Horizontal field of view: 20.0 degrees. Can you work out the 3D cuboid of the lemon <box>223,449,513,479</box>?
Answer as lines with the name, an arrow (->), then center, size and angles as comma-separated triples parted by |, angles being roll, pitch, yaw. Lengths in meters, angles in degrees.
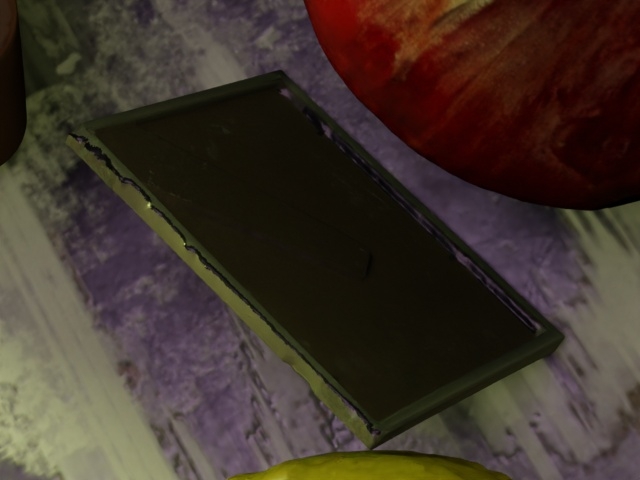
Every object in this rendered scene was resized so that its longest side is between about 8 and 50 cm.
lemon -> 0.022, 0.253, 1.075 | 0.321, 0.268, 0.268 | 3, 77, 22

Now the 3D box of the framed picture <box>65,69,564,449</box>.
framed picture -> 0.000, 0.000, 1.184 | 0.289, 0.213, 0.016 | 44, 127, 20

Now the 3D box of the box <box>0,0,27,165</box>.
box -> -0.336, -0.219, 1.279 | 0.239, 0.229, 0.339 | -7, 74, -6

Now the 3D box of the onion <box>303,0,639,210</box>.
onion -> 0.170, -0.173, 1.107 | 0.341, 0.341, 0.341 | -4, 75, 15
